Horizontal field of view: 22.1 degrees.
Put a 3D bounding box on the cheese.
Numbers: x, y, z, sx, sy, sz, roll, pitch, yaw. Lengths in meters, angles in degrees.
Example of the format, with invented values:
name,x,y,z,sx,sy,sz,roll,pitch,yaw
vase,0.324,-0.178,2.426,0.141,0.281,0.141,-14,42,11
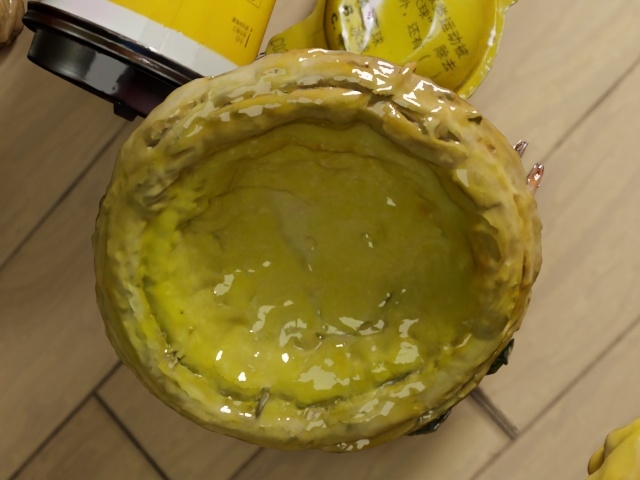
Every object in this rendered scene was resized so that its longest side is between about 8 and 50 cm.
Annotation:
name,x,y,z,sx,sy,sz,roll,pitch,yaw
cheese,0.040,-0.161,1.304,0.270,0.069,0.177,-29,74,28

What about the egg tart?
name,x,y,z,sx,sy,sz,roll,pitch,yaw
egg tart,0.000,0.000,1.242,0.345,0.132,0.345,3,118,6

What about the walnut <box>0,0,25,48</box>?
name,x,y,z,sx,sy,sz,roll,pitch,yaw
walnut,-0.300,-0.210,1.432,0.082,0.079,0.096,-40,75,17

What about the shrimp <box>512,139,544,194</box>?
name,x,y,z,sx,sy,sz,roll,pitch,yaw
shrimp,0.144,-0.034,1.281,0.038,0.029,0.092,35,97,19

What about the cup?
name,x,y,z,sx,sy,sz,roll,pitch,yaw
cup,-0.109,-0.226,1.310,0.196,0.196,0.279,23,88,20

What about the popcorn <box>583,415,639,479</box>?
name,x,y,z,sx,sy,sz,roll,pitch,yaw
popcorn,0.325,0.252,1.069,0.349,0.381,0.349,-2,49,3
